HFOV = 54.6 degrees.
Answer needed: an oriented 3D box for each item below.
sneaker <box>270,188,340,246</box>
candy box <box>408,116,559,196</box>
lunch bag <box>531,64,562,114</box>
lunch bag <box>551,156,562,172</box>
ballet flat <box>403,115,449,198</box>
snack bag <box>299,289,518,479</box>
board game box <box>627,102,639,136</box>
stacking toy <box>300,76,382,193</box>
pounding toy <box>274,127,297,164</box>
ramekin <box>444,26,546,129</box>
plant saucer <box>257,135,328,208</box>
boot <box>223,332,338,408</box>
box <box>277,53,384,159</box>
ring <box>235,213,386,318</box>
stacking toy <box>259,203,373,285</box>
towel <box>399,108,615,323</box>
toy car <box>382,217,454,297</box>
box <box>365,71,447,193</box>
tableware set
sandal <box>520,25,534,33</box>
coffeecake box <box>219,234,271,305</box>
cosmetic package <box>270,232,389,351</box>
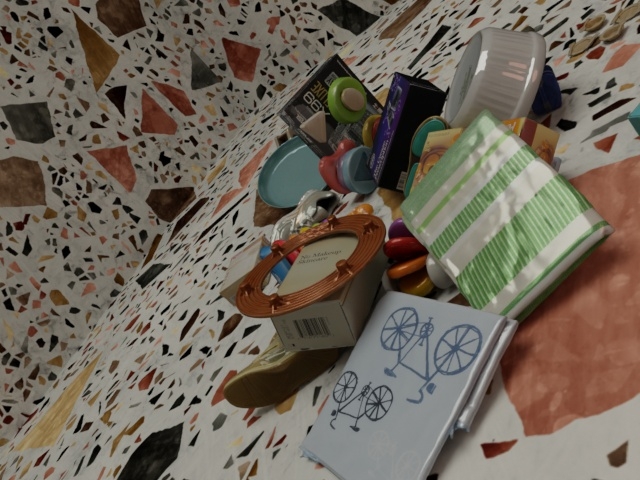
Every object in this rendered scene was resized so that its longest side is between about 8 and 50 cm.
[{"bbox_3d":[-0.042,-0.055,1.785,0.121,0.099,0.262,-4,46,52],"label":"sneaker"},{"bbox_3d":[0.296,-0.123,1.195,0.316,0.087,0.183,13,86,67],"label":"candy box"},{"bbox_3d":[0.479,-0.326,1.337,0.067,0.098,0.065,-20,32,21],"label":"lunch bag"},{"bbox_3d":[0.404,-0.112,1.144,0.083,0.053,0.071,-35,21,53],"label":"lunch bag"},{"bbox_3d":[0.243,-0.195,1.427,0.073,0.080,0.232,-48,-20,-46],"label":"ballet flat"},{"bbox_3d":[0.124,0.244,0.986,0.342,0.037,0.323,-60,25,-12],"label":"snack bag"},{"bbox_3d":[0.665,-0.245,0.883,0.254,0.079,0.336,-48,21,-9],"label":"board game box"},{"bbox_3d":[0.116,-0.296,1.713,0.130,0.279,0.309,3,49,48],"label":"stacking toy"},{"bbox_3d":[-0.079,-0.340,2.285,0.155,0.154,0.269,-28,27,36],"label":"pounding toy"},{"bbox_3d":[0.366,-0.332,1.344,0.273,0.127,0.273,-164,90,-86],"label":"ramekin"},{"bbox_3d":[-0.067,-0.231,2.086,0.318,0.044,0.317,-18,49,22],"label":"plant saucer"},{"bbox_3d":[-0.086,0.231,1.326,0.262,0.095,0.203,-33,25,12],"label":"boot"},{"bbox_3d":[0.060,-0.360,1.863,0.242,0.307,0.076,-49,18,-12],"label":"box"},{"bbox_3d":[-0.027,0.036,1.227,0.336,0.032,0.336,-25,22,11],"label":"ring"},{"bbox_3d":[0.015,0.007,1.526,0.302,0.166,0.175,-37,8,-14],"label":"stacking toy"},{"bbox_3d":[0.282,-0.036,1.016,0.248,0.038,0.325,-50,44,20],"label":"towel"},{"bbox_3d":[0.181,0.019,1.188,0.159,0.136,0.182,-24,30,43],"label":"toy car"},{"bbox_3d":[0.208,-0.271,1.554,0.184,0.103,0.261,-98,23,-67],"label":"box"},{"bbox_3d":[0.654,-0.491,1.432,0.169,0.020,0.141,-6,43,57],"label":"tableware set"},{"bbox_3d":[0.495,-0.540,1.750,0.219,0.060,0.090,-31,25,30],"label":"sandal"},{"bbox_3d":[-0.215,0.089,1.864,0.142,0.068,0.185,-35,24,24],"label":"coffeecake box"},{"bbox_3d":[0.027,0.083,1.275,0.160,0.113,0.309,-10,28,24],"label":"cosmetic package"}]
